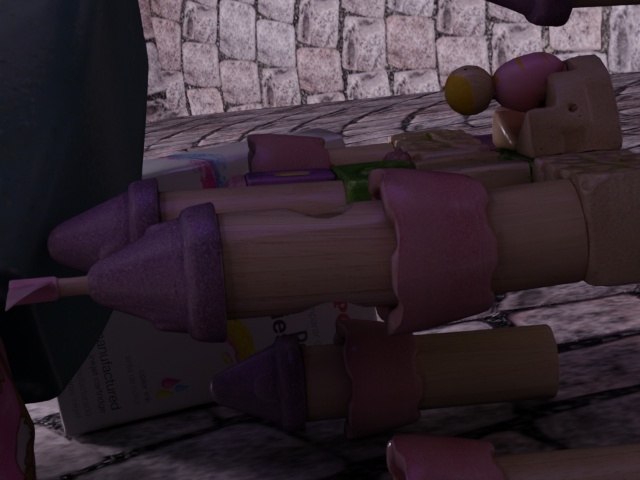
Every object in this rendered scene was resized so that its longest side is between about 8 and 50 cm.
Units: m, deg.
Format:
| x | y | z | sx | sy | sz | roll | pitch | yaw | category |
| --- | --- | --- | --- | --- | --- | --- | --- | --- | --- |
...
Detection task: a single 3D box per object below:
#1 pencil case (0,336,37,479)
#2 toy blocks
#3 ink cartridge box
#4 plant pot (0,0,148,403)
| x | y | z | sx | sy | sz | roll | pitch | yaw | category |
| --- | --- | --- | --- | --- | --- | --- | --- | --- | --- |
| -0.314 | 0.123 | 0.584 | 0.386 | 0.167 | 0.160 | -9 | 47 | 5 | pencil case |
| 0.002 | -0.026 | 0.643 | 0.260 | 0.309 | 0.288 | -4 | 9 | -4 | toy blocks |
| -0.079 | 0.022 | 0.908 | 0.212 | 0.154 | 0.093 | -12 | 10 | -11 | ink cartridge box |
| -0.213 | -0.049 | 0.719 | 0.247 | 0.252 | 0.248 | -5 | -30 | -5 | plant pot |
